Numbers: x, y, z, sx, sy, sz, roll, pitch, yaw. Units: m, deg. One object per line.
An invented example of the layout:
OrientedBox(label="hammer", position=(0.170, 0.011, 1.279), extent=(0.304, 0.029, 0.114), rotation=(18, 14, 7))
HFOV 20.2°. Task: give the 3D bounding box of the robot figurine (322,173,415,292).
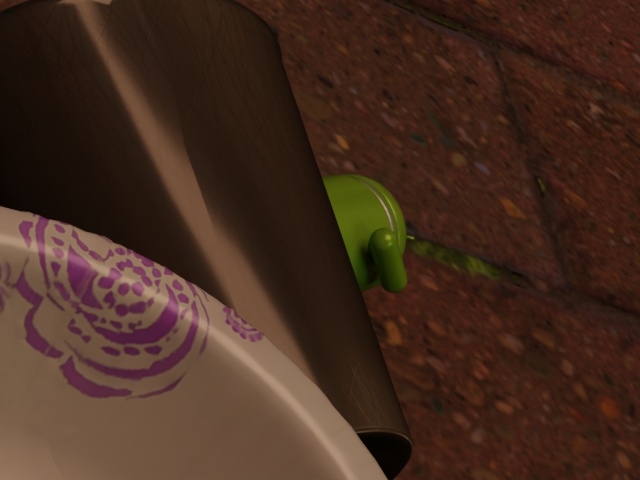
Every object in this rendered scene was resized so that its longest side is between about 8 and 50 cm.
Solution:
OrientedBox(label="robot figurine", position=(0.000, 0.000, 0.966), extent=(0.101, 0.067, 0.115), rotation=(26, 24, 33))

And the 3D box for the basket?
OrientedBox(label="basket", position=(-0.061, 0.020, 0.815), extent=(0.204, 0.154, 0.227), rotation=(9, 50, -50))

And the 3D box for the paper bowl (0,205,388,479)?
OrientedBox(label="paper bowl", position=(-0.112, 0.138, 0.493), extent=(0.284, 0.148, 0.284), rotation=(17, 49, -21))
